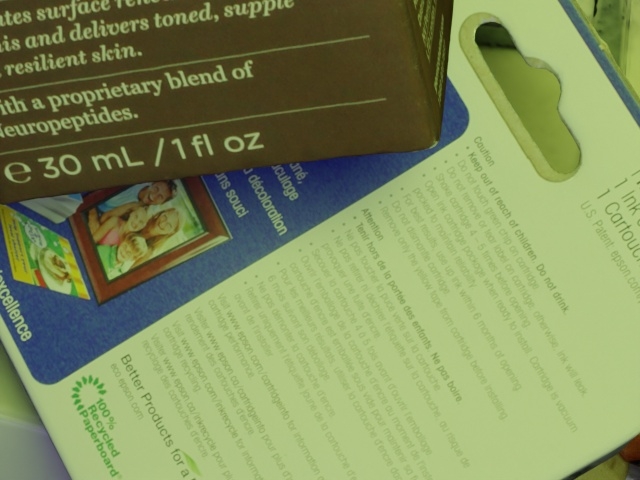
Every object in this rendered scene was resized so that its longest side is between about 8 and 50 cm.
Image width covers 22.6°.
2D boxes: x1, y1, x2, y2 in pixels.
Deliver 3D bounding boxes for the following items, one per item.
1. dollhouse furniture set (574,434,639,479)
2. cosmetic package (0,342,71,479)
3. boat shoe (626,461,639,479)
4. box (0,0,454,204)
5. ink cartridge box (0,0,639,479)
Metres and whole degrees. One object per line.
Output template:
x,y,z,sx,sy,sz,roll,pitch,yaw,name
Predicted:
0.250,0.053,0.820,0.262,0.135,0.259,-16,134,34,dollhouse furniture set
-0.188,0.055,0.922,0.385,0.217,0.156,17,136,11,cosmetic package
0.109,0.186,0.995,0.277,0.096,0.098,7,132,17,boat shoe
-0.077,-0.206,0.564,0.191,0.143,0.381,-7,126,14,box
0.000,0.000,0.737,0.307,0.072,0.303,-31,76,6,ink cartridge box
